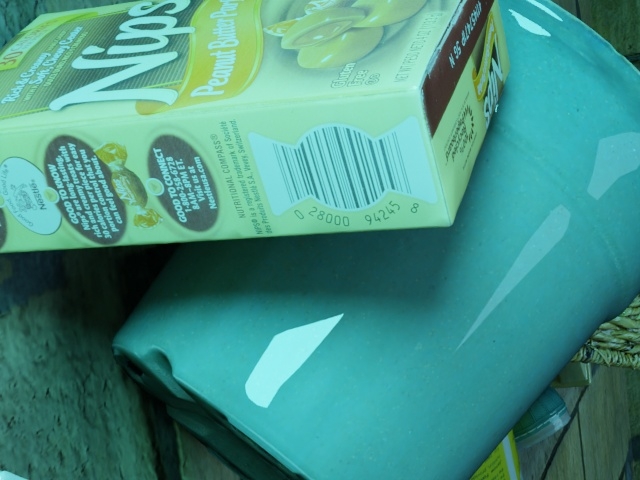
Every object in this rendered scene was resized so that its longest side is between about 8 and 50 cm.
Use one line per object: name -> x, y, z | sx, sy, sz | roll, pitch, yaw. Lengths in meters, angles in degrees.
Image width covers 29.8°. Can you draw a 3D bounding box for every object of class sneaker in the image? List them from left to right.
sneaker -> 0.179, 0.160, 1.408 | 0.121, 0.108, 0.302 | 62, -14, -13

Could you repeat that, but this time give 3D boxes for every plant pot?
plant pot -> 0.047, 0.030, 0.882 | 0.334, 0.341, 0.341 | -52, 142, -16

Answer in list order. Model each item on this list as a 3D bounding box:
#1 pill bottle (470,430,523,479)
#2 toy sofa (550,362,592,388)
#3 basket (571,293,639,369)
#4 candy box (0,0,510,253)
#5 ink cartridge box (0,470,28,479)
pill bottle -> 0.115, 0.248, 1.256 | 0.188, 0.188, 0.334 | -59, 139, -54
toy sofa -> 0.278, 0.120, 1.722 | 0.362, 0.150, 0.177 | 21, 62, -66
basket -> 0.206, 0.058, 1.350 | 0.213, 0.299, 0.223 | -26, 113, -23
candy box -> -0.062, -0.080, 0.710 | 0.183, 0.316, 0.087 | -62, 143, -52
ink cartridge box -> -0.211, 0.204, 0.594 | 0.255, 0.097, 0.189 | 48, 43, -57
